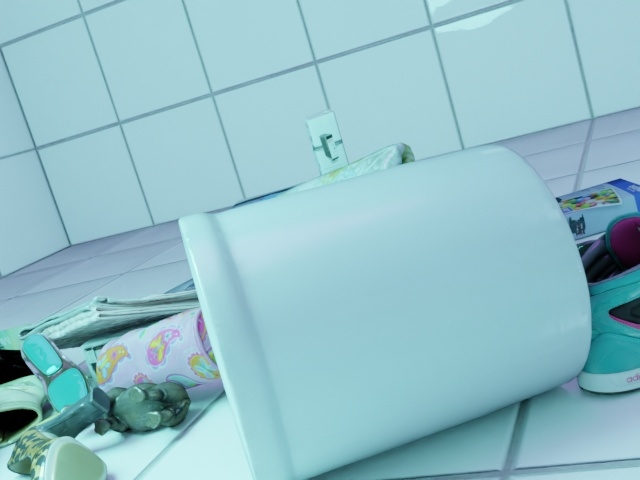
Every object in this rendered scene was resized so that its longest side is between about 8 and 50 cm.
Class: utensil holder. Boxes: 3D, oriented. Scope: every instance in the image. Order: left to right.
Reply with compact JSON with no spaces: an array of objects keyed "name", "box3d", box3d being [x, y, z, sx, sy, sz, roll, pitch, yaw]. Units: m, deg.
[{"name":"utensil holder","box3d":[0.064,0.078,0.965,0.385,0.327,0.327,-17,10,-11]}]

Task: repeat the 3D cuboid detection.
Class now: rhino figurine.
[{"name":"rhino figurine","box3d":[-0.304,0.258,1.262,0.243,0.073,0.106,-11,-8,30]}]

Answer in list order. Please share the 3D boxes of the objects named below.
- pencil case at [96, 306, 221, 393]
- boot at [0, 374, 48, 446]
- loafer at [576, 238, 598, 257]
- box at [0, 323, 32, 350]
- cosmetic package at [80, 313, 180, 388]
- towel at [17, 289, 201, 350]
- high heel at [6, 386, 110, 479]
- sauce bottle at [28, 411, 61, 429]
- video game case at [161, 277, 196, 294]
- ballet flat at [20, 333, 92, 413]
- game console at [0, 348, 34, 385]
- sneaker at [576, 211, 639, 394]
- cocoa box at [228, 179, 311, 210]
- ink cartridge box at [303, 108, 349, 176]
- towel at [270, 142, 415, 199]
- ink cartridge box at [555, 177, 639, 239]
[{"name":"pencil case","box3d":[-0.236,0.182,1.320,0.284,0.124,0.124,-24,4,36]},{"name":"boot","box3d":[-0.579,0.310,1.433,0.213,0.077,0.165,-18,13,-9]},{"name":"loafer","box3d":[0.431,0.029,1.361,0.170,0.062,0.061,-11,7,21]},{"name":"box","box3d":[-0.743,0.267,1.610,0.232,0.058,0.322,-35,-9,31]},{"name":"cosmetic package","box3d":[-0.306,0.201,1.506,0.239,0.099,0.060,-15,13,11]},{"name":"towel","box3d":[-0.376,0.152,1.609,0.317,0.053,0.332,-2,-14,-45]},{"name":"high heel","box3d":[-0.378,0.327,1.110,0.186,0.093,0.261,-38,20,14]},{"name":"sauce bottle","box3d":[-0.407,0.292,1.339,0.042,0.042,0.128,-5,17,47]},{"name":"video game case","box3d":[-0.252,0.102,1.885,0.196,0.026,0.274,-8,13,39]},{"name":"ballet flat","box3d":[-0.457,0.251,1.464,0.077,0.079,0.221,-38,54,-20]},{"name":"game console","box3d":[-0.696,0.303,1.569,0.361,0.044,0.213,-28,-18,6]},{"name":"sneaker","box3d":[0.410,0.046,0.974,0.295,0.178,0.124,-20,11,-21]},{"name":"cocoa box","box3d":[0.000,0.000,1.694,0.347,0.231,0.228,-14,12,9]},{"name":"ink cartridge box","box3d":[0.014,-0.181,1.607,0.056,0.135,0.099,-17,13,-2]},{"name":"towel","box3d":[0.000,0.038,1.352,0.320,0.090,0.374,-18,46,38]},{"name":"ink cartridge box","box3d":[0.537,-0.060,1.656,0.311,0.065,0.186,-14,11,3]}]
